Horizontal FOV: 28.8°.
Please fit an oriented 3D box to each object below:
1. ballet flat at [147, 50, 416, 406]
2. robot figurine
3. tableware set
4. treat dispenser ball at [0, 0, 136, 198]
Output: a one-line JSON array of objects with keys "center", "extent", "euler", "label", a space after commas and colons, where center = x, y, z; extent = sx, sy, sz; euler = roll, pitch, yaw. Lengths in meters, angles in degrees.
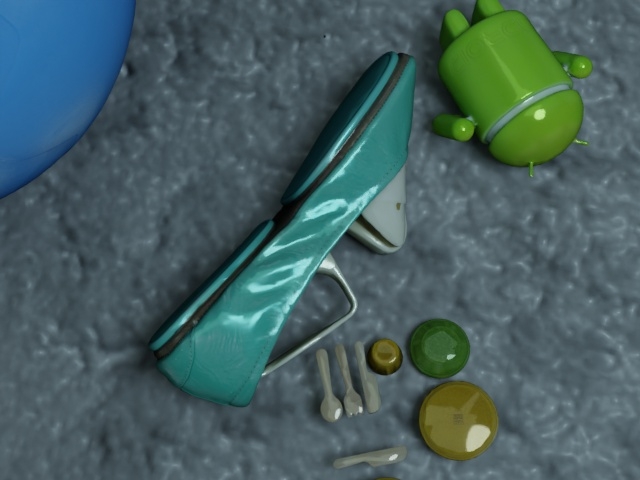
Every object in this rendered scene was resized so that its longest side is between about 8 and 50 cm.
[{"center": [0.000, 0.000, 0.767], "extent": [0.087, 0.083, 0.247], "euler": [40, 82, -11], "label": "ballet flat"}, {"center": [0.118, -0.096, 0.777], "extent": [0.101, 0.067, 0.115], "euler": [-29, 75, -11], "label": "robot figurine"}, {"center": [0.058, 0.127, 0.749], "extent": [0.104, 0.024, 0.154], "euler": [-12, 73, -1], "label": "tableware set"}, {"center": [-0.250, -0.152, 0.712], "extent": [0.288, 0.288, 0.288], "euler": [-1, 75, 5], "label": "treat dispenser ball"}]
